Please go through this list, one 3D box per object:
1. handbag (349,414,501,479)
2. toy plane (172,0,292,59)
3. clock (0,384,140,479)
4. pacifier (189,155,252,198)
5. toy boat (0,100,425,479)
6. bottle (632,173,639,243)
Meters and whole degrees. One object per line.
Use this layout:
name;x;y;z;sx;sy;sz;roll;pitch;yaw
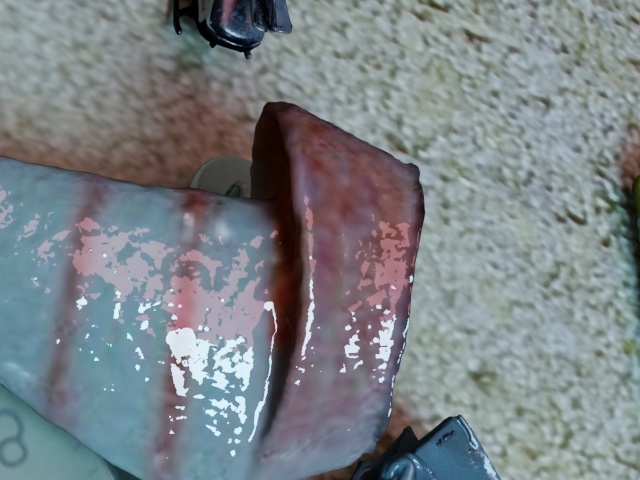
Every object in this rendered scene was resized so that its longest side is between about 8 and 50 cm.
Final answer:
handbag;0.033;0.211;0.897;0.229;0.062;0.179;-39;104;-46
toy plane;-0.047;-0.179;1.002;0.053;0.078;0.197;17;52;-24
clock;-0.210;0.179;0.788;0.325;0.067;0.325;11;68;-29
pacifier;0.000;0.000;0.952;0.150;0.116;0.127;49;30;-5
toy boat;-0.098;0.018;0.829;0.282;0.096;0.206;12;89;-19
bottle;0.261;0.092;1.101;0.082;0.082;0.286;4;73;-31
